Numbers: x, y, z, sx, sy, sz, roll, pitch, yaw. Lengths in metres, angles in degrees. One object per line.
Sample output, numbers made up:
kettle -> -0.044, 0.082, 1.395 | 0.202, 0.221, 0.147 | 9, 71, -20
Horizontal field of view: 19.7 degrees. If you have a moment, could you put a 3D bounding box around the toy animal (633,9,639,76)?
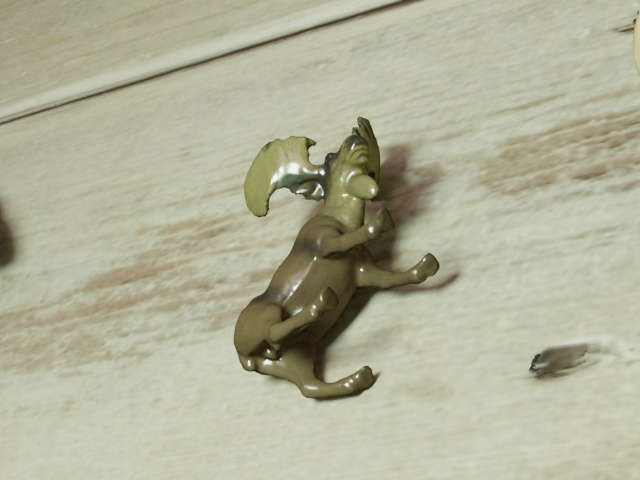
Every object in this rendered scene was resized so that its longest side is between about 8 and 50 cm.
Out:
toy animal -> 0.321, -0.155, 1.029 | 0.345, 0.277, 0.247 | -39, 18, 6

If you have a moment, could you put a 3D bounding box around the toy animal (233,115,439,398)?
toy animal -> 0.000, 0.000, 1.300 | 0.214, 0.094, 0.186 | -57, 27, -13
